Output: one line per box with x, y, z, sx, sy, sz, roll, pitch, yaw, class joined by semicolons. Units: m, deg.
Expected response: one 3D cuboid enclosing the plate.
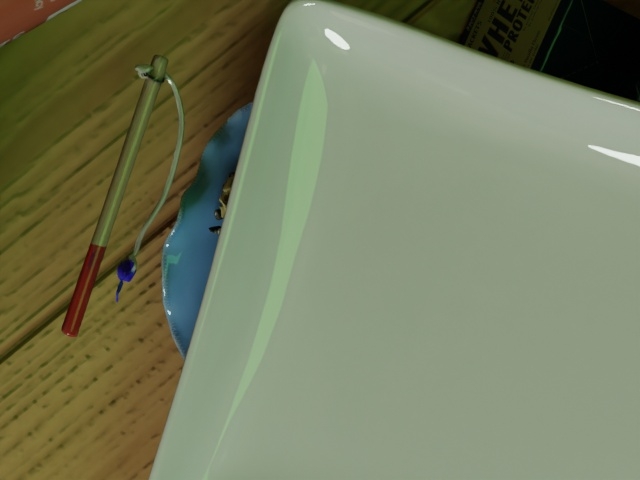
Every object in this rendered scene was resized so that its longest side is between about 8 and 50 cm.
0.078;0.060;0.886;0.277;0.045;0.278;19;100;14;plate

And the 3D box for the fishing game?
0.000;0.000;0.980;0.264;0.041;0.189;14;98;-35;fishing game

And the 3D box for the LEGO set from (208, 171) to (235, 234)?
-0.011;-0.006;0.933;0.083;0.023;0.054;-6;108;-29;LEGO set

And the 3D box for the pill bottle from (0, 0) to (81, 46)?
-0.117;-0.160;0.835;0.216;0.121;0.121;-31;114;-14;pill bottle

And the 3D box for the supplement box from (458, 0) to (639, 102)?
0.125;-0.090;0.986;0.083;0.083;0.056;23;94;-28;supplement box
